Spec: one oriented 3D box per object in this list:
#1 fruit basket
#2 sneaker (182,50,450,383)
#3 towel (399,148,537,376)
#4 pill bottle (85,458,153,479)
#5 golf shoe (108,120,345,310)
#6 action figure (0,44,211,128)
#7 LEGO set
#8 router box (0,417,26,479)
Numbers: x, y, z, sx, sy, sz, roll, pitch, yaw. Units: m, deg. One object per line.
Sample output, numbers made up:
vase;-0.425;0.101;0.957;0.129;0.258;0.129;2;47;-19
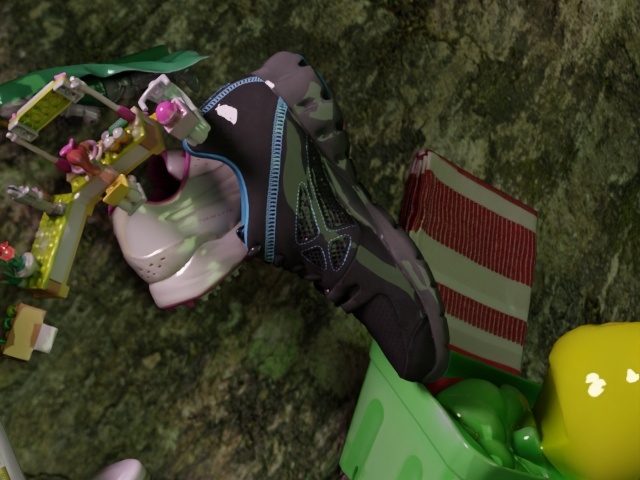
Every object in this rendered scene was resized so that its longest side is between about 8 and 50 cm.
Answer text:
fruit basket;0.254;0.191;0.921;0.392;0.283;0.392;-10;119;-18
sneaker;0.000;0.000;0.825;0.139;0.125;0.341;-32;92;-10
towel;0.187;0.069;1.116;0.237;0.037;0.329;25;66;-31
pill bottle;-0.158;0.289;0.775;0.094;0.094;0.169;-37;102;-36
golf shoe;-0.088;-0.068;0.899;0.140;0.115;0.306;50;55;-13
action figure;-0.232;-0.137;0.818;0.232;0.137;0.063;-19;104;-29
LEGO set;-0.230;-0.038;0.757;0.287;0.132;0.107;-51;137;5
router box;-0.419;0.107;0.631;0.301;0.082;0.335;-23;93;-37
